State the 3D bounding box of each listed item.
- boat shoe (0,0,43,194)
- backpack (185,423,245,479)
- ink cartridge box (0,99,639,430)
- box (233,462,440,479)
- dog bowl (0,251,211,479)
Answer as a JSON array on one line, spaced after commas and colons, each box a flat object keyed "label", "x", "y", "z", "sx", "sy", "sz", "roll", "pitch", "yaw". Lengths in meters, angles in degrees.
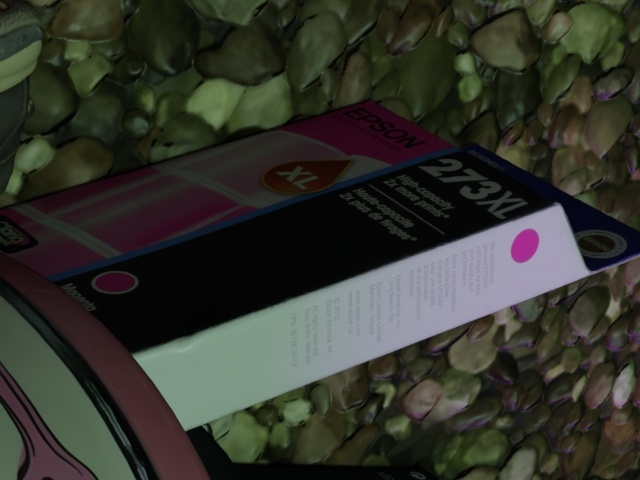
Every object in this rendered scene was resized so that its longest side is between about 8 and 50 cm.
[{"label": "boat shoe", "x": -0.280, "y": -0.020, "z": 0.844, "sx": 0.355, "sy": 0.132, "sz": 0.130, "roll": -19, "pitch": 124, "yaw": -29}, {"label": "backpack", "x": -0.170, "y": 0.284, "z": 1.018, "sx": 0.355, "sy": 0.273, "sz": 0.290, "roll": -27, "pitch": 119, "yaw": 10}, {"label": "ink cartridge box", "x": 0.000, "y": 0.000, "z": 1.048, "sx": 0.371, "sy": 0.176, "sz": 0.069, "roll": -17, "pitch": 122, "yaw": -32}, {"label": "box", "x": -0.011, "y": 0.286, "z": 1.250, "sx": 0.184, "sy": 0.103, "sz": 0.261, "roll": 8, "pitch": 108, "yaw": -38}, {"label": "dog bowl", "x": -0.191, "y": 0.173, "z": 0.751, "sx": 0.150, "sy": 0.408, "sz": 0.408, "roll": -12, "pitch": 121, "yaw": -50}]
